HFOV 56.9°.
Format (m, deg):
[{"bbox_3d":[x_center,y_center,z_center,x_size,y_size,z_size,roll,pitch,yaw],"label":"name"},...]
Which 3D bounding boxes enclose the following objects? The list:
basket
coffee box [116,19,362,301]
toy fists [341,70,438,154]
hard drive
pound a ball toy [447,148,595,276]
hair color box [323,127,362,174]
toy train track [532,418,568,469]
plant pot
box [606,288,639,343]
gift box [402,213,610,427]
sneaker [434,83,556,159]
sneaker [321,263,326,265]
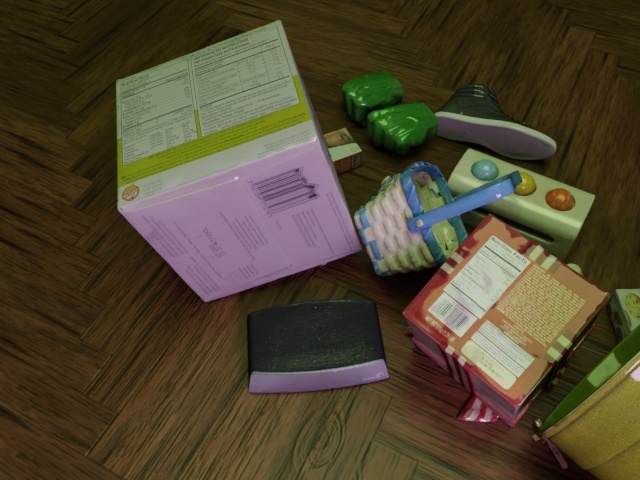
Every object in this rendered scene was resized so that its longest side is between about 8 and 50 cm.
[{"bbox_3d":[0.223,-0.054,1.088,0.288,0.254,0.201,-19,90,24],"label":"basket"},{"bbox_3d":[-0.152,-0.141,1.129,0.338,0.338,0.334,-19,54,4],"label":"coffee box"},{"bbox_3d":[0.152,-0.309,1.432,0.142,0.096,0.279,-18,52,-23],"label":"toy fists"},{"bbox_3d":[-0.010,0.187,1.087,0.254,0.054,0.172,-5,53,-2],"label":"hard drive"},{"bbox_3d":[0.407,-0.049,1.196,0.319,0.136,0.208,26,58,21],"label":"pound a ball toy"},{"bbox_3d":[0.003,-0.193,1.373,0.167,0.053,0.093,-21,54,-14],"label":"hair color box"},{"bbox_3d":[0.382,0.339,0.982,0.048,0.014,0.083,-16,59,-18],"label":"toy train track"},{"bbox_3d":[0.550,0.263,0.770,0.366,0.366,0.353,-35,66,-22],"label":"plant pot"},{"bbox_3d":[0.580,0.233,1.020,0.067,0.063,0.324,-2,53,4],"label":"box"},{"bbox_3d":[0.281,0.150,0.986,0.276,0.258,0.255,-43,63,-4],"label":"gift box"},{"bbox_3d":[0.421,-0.290,1.394,0.295,0.105,0.147,20,61,22],"label":"sneaker"},{"bbox_3d":[0.000,0.000,1.238,0.057,0.047,0.119,-10,54,-19],"label":"sneaker"}]
